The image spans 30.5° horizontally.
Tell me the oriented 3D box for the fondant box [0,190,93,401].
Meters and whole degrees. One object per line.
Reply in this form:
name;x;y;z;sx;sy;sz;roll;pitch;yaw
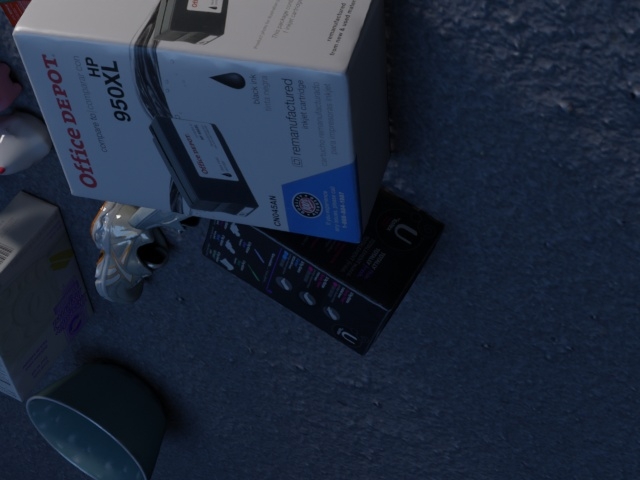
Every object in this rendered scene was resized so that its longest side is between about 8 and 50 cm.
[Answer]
fondant box;-0.553;0.107;2.170;0.096;0.238;0.330;22;145;19

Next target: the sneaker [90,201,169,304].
sneaker;-0.315;0.039;1.997;0.121;0.099;0.262;23;147;13

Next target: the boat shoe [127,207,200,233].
boat shoe;-0.220;-0.049;1.806;0.081;0.079;0.227;49;143;-11

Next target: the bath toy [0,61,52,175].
bath toy;-0.561;-0.236;1.842;0.151;0.129;0.348;5;137;39

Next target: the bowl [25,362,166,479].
bowl;-0.452;0.377;2.491;0.311;0.163;0.311;24;146;17

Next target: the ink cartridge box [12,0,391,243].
ink cartridge box;-0.128;-0.171;1.404;0.395;0.166;0.285;9;141;14

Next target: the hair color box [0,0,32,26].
hair color box;-0.336;-0.326;1.546;0.167;0.093;0.053;9;140;37

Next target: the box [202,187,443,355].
box;0.000;0.000;1.581;0.270;0.165;0.143;32;147;7

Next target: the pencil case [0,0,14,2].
pencil case;-0.432;-0.338;1.515;0.152;0.064;0.070;-4;132;27
